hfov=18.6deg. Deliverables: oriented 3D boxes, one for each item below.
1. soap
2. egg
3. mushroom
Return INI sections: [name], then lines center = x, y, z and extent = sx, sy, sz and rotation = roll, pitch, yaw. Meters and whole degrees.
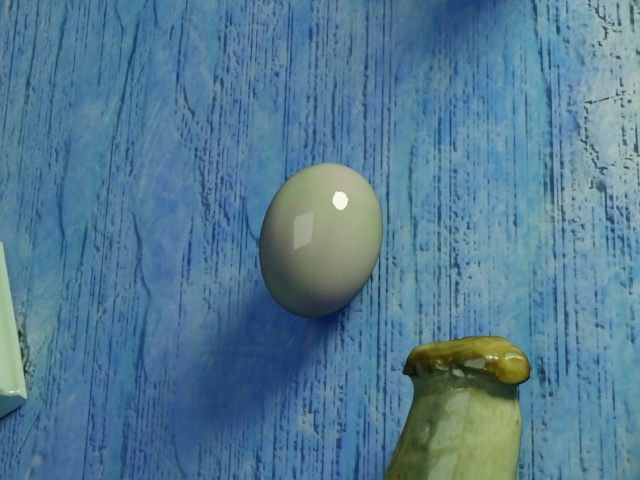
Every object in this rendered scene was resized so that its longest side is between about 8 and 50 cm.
[soap]
center = -0.358, 0.089, 1.900
extent = 0.119, 0.066, 0.198
rotation = -30, 52, 20
[egg]
center = 0.000, 0.000, 1.649
extent = 0.103, 0.103, 0.135
rotation = 5, 74, 39
[mushroom]
center = 0.084, 0.230, 1.483
extent = 0.107, 0.087, 0.333
rotation = 4, 74, 43
